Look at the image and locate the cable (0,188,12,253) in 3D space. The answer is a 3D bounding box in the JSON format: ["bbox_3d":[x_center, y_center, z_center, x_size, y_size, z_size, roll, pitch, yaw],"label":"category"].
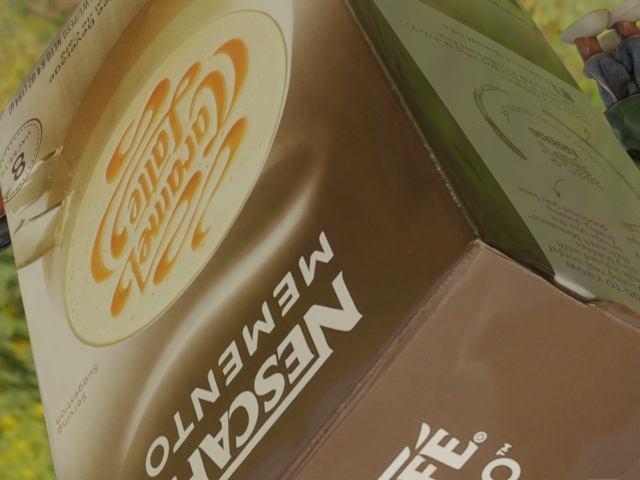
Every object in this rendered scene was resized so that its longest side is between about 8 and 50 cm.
[{"bbox_3d":[-0.230,0.029,0.858,0.139,0.287,0.072,20,143,19],"label":"cable"}]

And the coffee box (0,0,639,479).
[{"bbox_3d":[0.000,0.000,0.500,0.098,0.141,0.246,27,-158,-30],"label":"coffee box"}]

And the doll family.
[{"bbox_3d":[0.178,-0.048,0.775,0.193,0.111,0.076,-19,167,-25],"label":"doll family"}]
